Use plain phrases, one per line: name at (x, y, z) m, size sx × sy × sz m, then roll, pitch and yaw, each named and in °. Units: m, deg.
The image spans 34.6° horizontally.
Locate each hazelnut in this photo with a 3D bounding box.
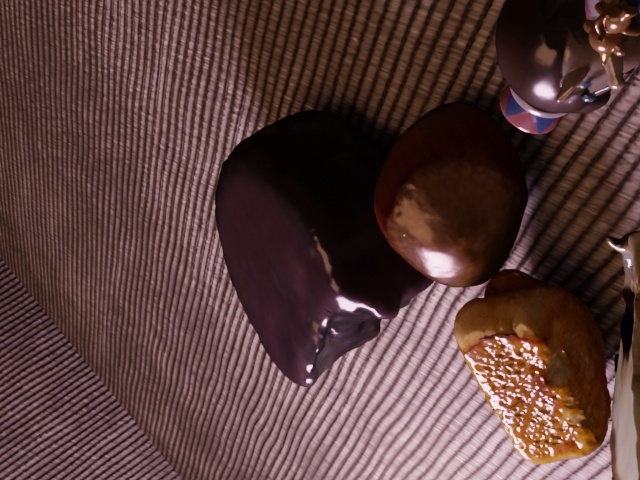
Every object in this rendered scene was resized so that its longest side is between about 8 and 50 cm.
hazelnut at (0.144, -0.052, 1.217) m, size 0.210 × 0.186 × 0.210 m, roll 27°, pitch 137°, yaw 29°

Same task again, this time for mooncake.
mooncake at (0.000, 0.000, 1.463) m, size 0.351 × 0.212 × 0.381 m, roll 60°, pitch 153°, yaw 2°

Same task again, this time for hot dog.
hot dog at (0.265, 0.142, 1.267) m, size 0.150 × 0.153 × 0.257 m, roll -14°, pitch 123°, yaw 30°

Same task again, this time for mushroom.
mushroom at (0.389, 0.130, 1.061) m, size 0.217 × 0.212 × 0.292 m, roll 32°, pitch -131°, yaw -72°

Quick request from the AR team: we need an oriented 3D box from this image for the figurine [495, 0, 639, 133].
figurine at (0.258, -0.193, 0.952) m, size 0.158 × 0.161 × 0.275 m, roll 21°, pitch 164°, yaw -21°
